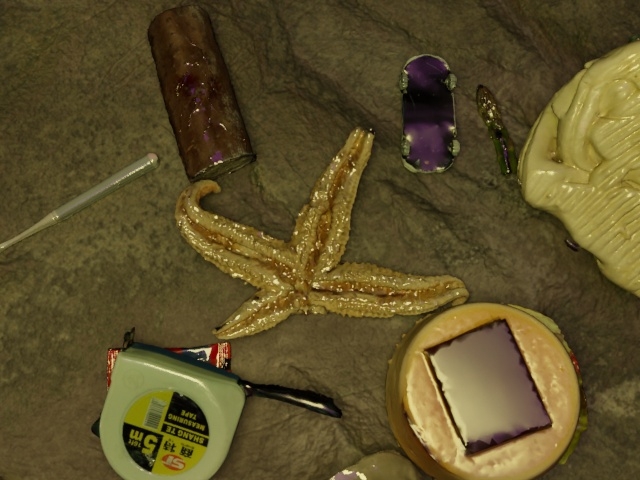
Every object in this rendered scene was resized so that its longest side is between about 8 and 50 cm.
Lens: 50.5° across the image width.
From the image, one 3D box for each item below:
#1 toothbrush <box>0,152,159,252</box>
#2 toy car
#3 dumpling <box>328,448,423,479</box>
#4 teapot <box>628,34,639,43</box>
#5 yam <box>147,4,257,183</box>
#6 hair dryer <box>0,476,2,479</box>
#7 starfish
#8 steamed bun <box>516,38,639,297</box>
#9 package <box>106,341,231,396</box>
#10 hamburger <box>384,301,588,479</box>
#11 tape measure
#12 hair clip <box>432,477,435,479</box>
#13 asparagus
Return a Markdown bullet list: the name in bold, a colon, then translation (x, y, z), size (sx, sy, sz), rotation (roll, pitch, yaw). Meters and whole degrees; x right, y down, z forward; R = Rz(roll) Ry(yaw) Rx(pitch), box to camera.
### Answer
- **toothbrush**: translation (-0.422, -0.055, 1.133), size (0.342, 0.025, 0.030), rotation (-29, 80, -3)
- **toy car**: translation (0.179, -0.211, 1.137), size (0.095, 0.056, 0.205), rotation (-1, 78, 0)
- **dumpling**: translation (0.089, 0.452, 0.960), size (0.163, 0.204, 0.293), rotation (-3, 84, 45)
- **teapot**: translation (0.530, -0.299, 1.158), size (0.042, 0.043, 0.111), rotation (21, 78, 3)
- **yam**: translation (-0.197, -0.232, 1.108), size (0.131, 0.131, 0.280), rotation (-18, 80, -2)
- **hair dryer**: translation (-0.577, 0.535, 0.994), size (0.352, 0.125, 0.210), rotation (-34, 84, -5)
- **starfish**: translation (0.000, 0.000, 1.085), size (0.431, 0.082, 0.324), rotation (-12, 91, 0)
- **steamed bun**: translation (0.489, -0.119, 1.034), size (0.346, 0.237, 0.394), rotation (3, 116, 27)
- **package**: translation (-0.243, 0.210, 1.092), size (0.200, 0.022, 0.083), rotation (-3, 83, -2)
- **hamburger**: translation (0.243, 0.231, 1.011), size (0.301, 0.170, 0.302), rotation (-2, 74, 7)
- **tape measure**: translation (-0.161, 0.286, 1.034), size (0.351, 0.098, 0.215), rotation (18, 95, 0)
- **hair clip**: translation (0.272, 0.439, 1.036), size (0.257, 0.075, 0.146), rotation (32, 83, 9)
- **asparagus**: translation (0.296, -0.188, 1.146), size (0.036, 0.030, 0.165), rotation (-23, 82, 25)
